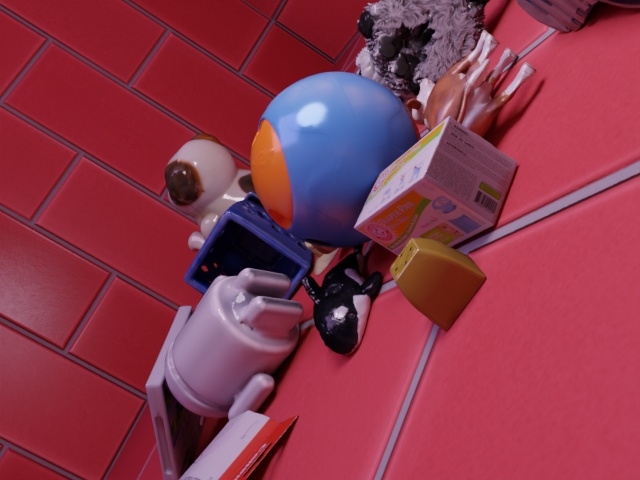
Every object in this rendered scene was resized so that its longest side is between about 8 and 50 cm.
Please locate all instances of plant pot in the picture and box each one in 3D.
[{"bbox_3d":[-0.154,0.033,1.742,0.236,0.236,0.212,-53,7,27],"label":"plant pot"},{"bbox_3d":[0.131,0.042,0.858,0.081,0.083,0.081,-56,11,12],"label":"plant pot"}]

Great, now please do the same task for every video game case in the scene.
[{"bbox_3d":[-0.316,0.355,1.624,0.329,0.036,0.300,-85,-9,-67],"label":"video game case"}]

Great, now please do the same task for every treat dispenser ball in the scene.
[{"bbox_3d":[0.028,-0.132,1.198,0.288,0.288,0.288,-55,12,17],"label":"treat dispenser ball"}]

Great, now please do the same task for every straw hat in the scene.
[{"bbox_3d":[0.000,0.000,1.579,0.144,0.061,0.144,-55,12,17],"label":"straw hat"}]

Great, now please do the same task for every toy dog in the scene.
[{"bbox_3d":[-0.229,-0.099,1.931,0.395,0.407,0.285,-45,18,51],"label":"toy dog"}]

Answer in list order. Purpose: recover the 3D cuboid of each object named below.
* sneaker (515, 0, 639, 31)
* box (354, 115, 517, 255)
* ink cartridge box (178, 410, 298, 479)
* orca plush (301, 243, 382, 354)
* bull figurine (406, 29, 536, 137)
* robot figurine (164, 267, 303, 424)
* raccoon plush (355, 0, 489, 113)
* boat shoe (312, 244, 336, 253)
[{"bbox_3d":[0.359,-0.381,0.884,0.182,0.127,0.315,-60,10,3],"label":"sneaker"},{"bbox_3d":[0.148,-0.058,0.973,0.103,0.114,0.203,-63,11,-26],"label":"box"},{"bbox_3d":[-0.152,0.358,1.192,0.189,0.066,0.232,-46,-2,-36],"label":"ink cartridge box"},{"bbox_3d":[0.024,0.068,1.190,0.151,0.102,0.287,-48,15,41],"label":"orca plush"},{"bbox_3d":[0.223,-0.227,1.125,0.188,0.101,0.310,-52,12,20],"label":"bull figurine"},{"bbox_3d":[-0.177,0.213,1.426,0.353,0.199,0.300,-51,43,28],"label":"robot figurine"},{"bbox_3d":[0.255,-0.413,1.481,0.446,0.216,0.299,-29,-2,1],"label":"raccoon plush"},{"bbox_3d":[0.068,-0.125,1.519,0.123,0.123,0.342,-28,29,41],"label":"boat shoe"}]
